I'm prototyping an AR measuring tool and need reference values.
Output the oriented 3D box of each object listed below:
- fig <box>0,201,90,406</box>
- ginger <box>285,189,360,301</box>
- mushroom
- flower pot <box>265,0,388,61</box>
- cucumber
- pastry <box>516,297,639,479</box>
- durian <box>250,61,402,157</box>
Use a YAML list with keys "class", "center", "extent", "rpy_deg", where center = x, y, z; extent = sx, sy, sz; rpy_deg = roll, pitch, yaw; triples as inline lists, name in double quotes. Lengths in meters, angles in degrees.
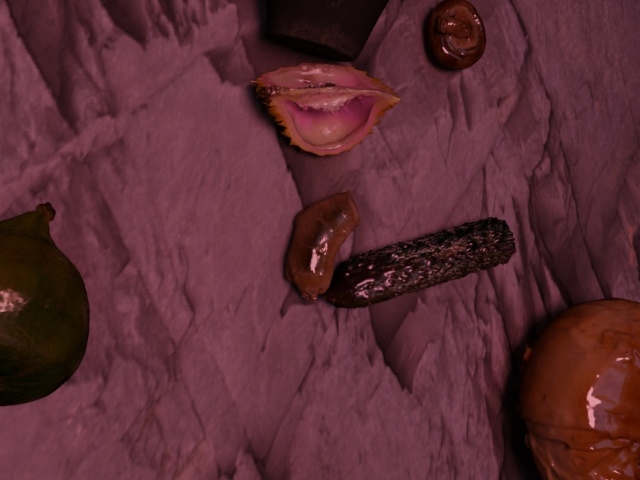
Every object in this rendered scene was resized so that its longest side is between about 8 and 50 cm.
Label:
- class: "fig"
  center: [-0.377, 0.056, 0.602]
  extent: [0.203, 0.203, 0.235]
  rpy_deg: [5, 47, -24]
- class: "ginger"
  center: [0.001, 0.001, 0.797]
  extent: [0.095, 0.069, 0.190]
  rpy_deg: [24, 80, -17]
- class: "mushroom"
  center: [0.247, -0.370, 0.909]
  extent: [0.127, 0.087, 0.127]
  rpy_deg: [0, 91, -20]
- class: "flower pot"
  center: [0.003, -0.355, 0.750]
  extent: [0.235, 0.235, 0.148]
  rpy_deg: [10, 103, -23]
- class: "cucumber"
  center: [0.166, 0.038, 0.860]
  extent: [0.359, 0.096, 0.096]
  rpy_deg: [-13, 94, -23]
- class: "pastry"
  center: [0.531, 0.304, 0.930]
  extent: [0.409, 0.245, 0.410]
  rpy_deg: [0, 89, -21]
- class: "durian"
  center: [0.005, -0.215, 0.776]
  extent: [0.182, 0.132, 0.165]
  rpy_deg: [-33, 90, -10]
